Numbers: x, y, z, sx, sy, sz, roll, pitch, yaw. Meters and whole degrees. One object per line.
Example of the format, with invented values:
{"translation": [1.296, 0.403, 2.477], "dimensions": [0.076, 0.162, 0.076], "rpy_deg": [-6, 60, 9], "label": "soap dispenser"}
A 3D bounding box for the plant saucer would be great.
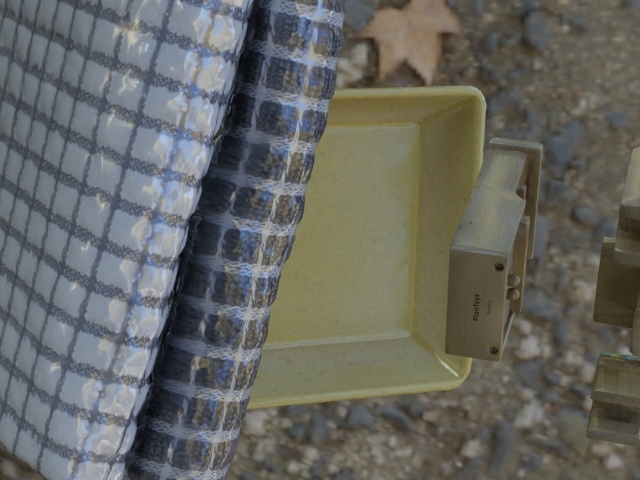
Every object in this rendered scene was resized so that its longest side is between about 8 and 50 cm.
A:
{"translation": [0.000, 0.000, 1.573], "dimensions": [0.333, 0.081, 0.333], "rpy_deg": [-3, 105, -20], "label": "plant saucer"}

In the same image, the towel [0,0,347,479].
{"translation": [-0.114, -0.035, 0.709], "dimensions": [0.121, 0.283, 0.235], "rpy_deg": [7, 102, -37], "label": "towel"}

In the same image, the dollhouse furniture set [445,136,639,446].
{"translation": [0.231, 0.020, 1.140], "dimensions": [0.161, 0.242, 0.212], "rpy_deg": [-63, 158, -53], "label": "dollhouse furniture set"}
